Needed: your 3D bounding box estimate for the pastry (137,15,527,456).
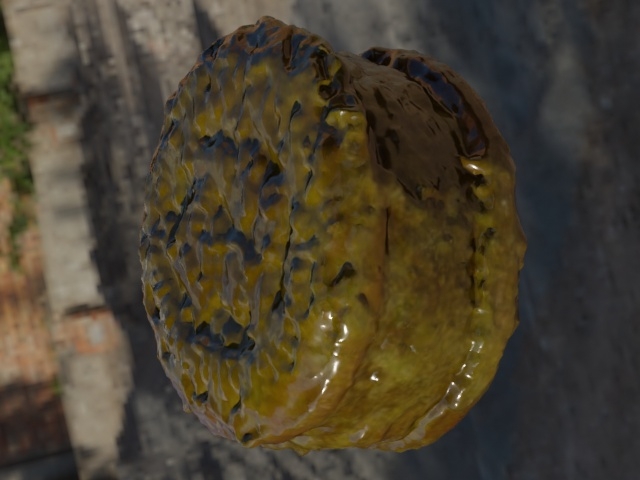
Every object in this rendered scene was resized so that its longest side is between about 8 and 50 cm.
[{"bbox_3d":[0.000,0.000,0.717,0.188,0.103,0.189,-3,87,54],"label":"pastry"}]
